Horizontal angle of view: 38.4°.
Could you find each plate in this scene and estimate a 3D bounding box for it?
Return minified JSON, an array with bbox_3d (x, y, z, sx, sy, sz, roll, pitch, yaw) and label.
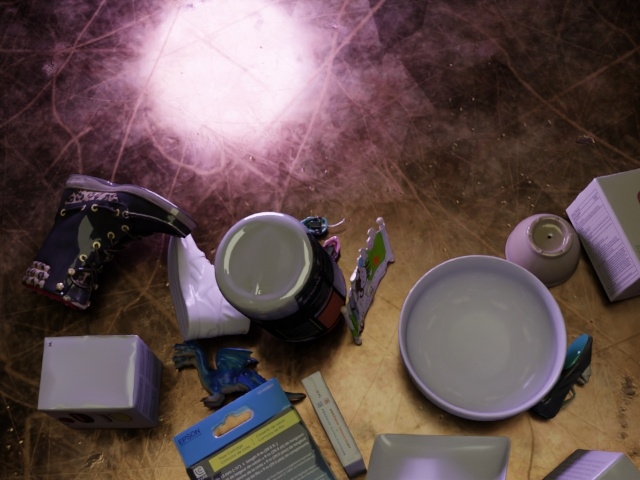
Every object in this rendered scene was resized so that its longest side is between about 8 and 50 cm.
[{"bbox_3d":[0.217,0.486,1.761,0.277,0.045,0.278,-2,34,18],"label":"plate"}]

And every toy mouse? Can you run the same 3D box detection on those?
[{"bbox_3d":[0.000,0.000,2.059,0.143,0.031,0.161,-40,71,-11],"label":"toy mouse"}]

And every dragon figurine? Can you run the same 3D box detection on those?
[{"bbox_3d":[-0.177,0.273,1.933,0.289,0.085,0.144,-2,68,5],"label":"dragon figurine"}]

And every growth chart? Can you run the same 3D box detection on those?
[{"bbox_3d":[0.100,0.083,1.950,0.021,0.172,0.237,14,67,25],"label":"growth chart"}]

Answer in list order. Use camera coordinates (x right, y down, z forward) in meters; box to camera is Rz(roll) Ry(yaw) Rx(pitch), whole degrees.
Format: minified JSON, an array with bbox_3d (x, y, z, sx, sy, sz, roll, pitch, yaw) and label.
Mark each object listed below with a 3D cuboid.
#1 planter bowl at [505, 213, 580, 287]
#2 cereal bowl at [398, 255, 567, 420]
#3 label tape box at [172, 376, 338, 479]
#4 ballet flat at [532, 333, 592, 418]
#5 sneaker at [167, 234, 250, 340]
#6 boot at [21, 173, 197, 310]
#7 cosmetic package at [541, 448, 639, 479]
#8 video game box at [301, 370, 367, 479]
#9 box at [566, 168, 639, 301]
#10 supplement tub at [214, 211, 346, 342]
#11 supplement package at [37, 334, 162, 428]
[{"bbox_3d":[0.485,0.008,1.980,0.162,0.109,0.162,-2,68,4],"label":"planter bowl"},{"bbox_3d":[0.327,0.211,1.893,0.338,0.141,0.339,-1,68,4],"label":"cereal bowl"},{"bbox_3d":[-0.104,0.489,1.830,0.249,0.115,0.348,-30,67,-8],"label":"label tape box"},{"bbox_3d":[0.510,0.286,1.895,0.074,0.074,0.203,37,69,17],"label":"ballet flat"},{"bbox_3d":[-0.237,0.094,2.012,0.169,0.108,0.293,0,49,-23],"label":"sneaker"},{"bbox_3d":[-0.468,0.017,2.000,0.377,0.138,0.284,16,71,29],"label":"boot"},{"bbox_3d":[0.397,0.587,1.678,0.453,0.230,0.161,-37,84,-10],"label":"cosmetic package"},{"bbox_3d":[0.029,0.369,1.816,0.048,0.205,0.187,-24,68,-4],"label":"video game box"},{"bbox_3d":[0.646,-0.011,1.943,0.126,0.149,0.232,-12,67,-18],"label":"box"},{"bbox_3d":[-0.066,0.087,1.852,0.207,0.338,0.207,-4,71,13],"label":"supplement tub"},{"bbox_3d":[-0.445,0.294,1.881,0.194,0.203,0.149,-2,68,4],"label":"supplement package"}]
